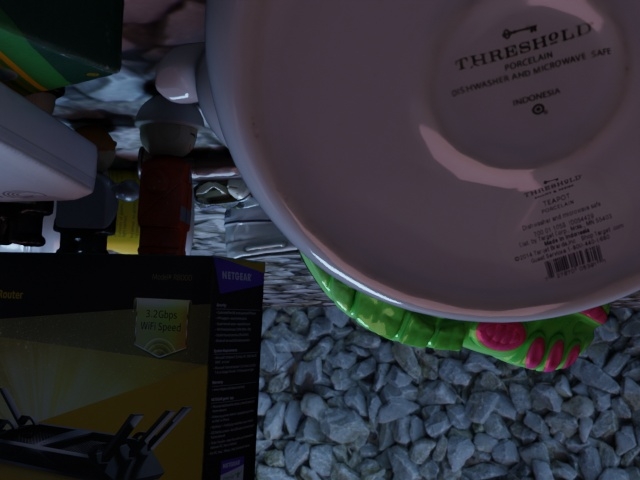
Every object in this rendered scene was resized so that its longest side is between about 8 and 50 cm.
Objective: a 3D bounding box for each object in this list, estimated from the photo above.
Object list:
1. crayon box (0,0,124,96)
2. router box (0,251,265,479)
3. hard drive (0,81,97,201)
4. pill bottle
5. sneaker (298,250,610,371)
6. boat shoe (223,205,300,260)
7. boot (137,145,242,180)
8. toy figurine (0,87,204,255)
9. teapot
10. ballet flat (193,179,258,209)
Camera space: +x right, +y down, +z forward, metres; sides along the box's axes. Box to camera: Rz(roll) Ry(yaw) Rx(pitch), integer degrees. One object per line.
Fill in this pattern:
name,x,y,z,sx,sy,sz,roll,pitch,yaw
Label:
crayon box,-0.283,-0.146,0.442,0.203,0.083,0.323,-6,168,32
router box,-0.199,0.131,0.739,0.309,0.242,0.081,0,175,27
hard drive,-0.296,-0.076,0.468,0.233,0.047,0.353,-1,171,9
pill bottle,-0.257,-0.026,1.033,0.209,0.119,0.119,4,170,-19
sneaker,0.142,0.029,1.098,0.483,0.185,0.202,27,-171,-34
boat shoe,0.000,0.000,1.254,0.268,0.088,0.096,3,170,-14
boot,-0.128,-0.079,0.953,0.114,0.037,0.106,3,-176,6
toy figurine,-0.226,-0.062,0.779,0.213,0.148,0.210,6,175,-41
teapot,0.077,-0.103,0.395,0.256,0.252,0.187,22,-153,-11
ballet flat,-0.109,-0.058,1.078,0.114,0.041,0.041,-6,168,29
